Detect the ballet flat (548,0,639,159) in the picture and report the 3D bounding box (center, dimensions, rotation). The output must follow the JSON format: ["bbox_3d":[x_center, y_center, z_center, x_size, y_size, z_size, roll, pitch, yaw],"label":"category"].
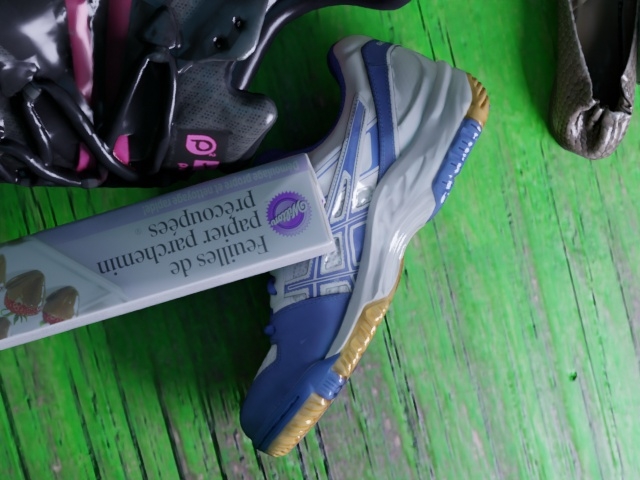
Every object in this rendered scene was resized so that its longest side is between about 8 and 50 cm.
[{"bbox_3d":[0.199,-0.182,1.347,0.084,0.058,0.250,0,96,-17],"label":"ballet flat"}]

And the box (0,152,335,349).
[{"bbox_3d":[-0.152,0.021,1.219,0.324,0.067,0.063,-17,86,2],"label":"box"}]

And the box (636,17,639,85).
[{"bbox_3d":[0.360,-0.179,1.357,0.232,0.127,0.148,0,96,-16],"label":"box"}]

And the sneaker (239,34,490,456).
[{"bbox_3d":[0.000,0.000,1.300,0.131,0.112,0.296,27,86,1],"label":"sneaker"}]

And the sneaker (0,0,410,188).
[{"bbox_3d":[-0.138,-0.110,1.180,0.483,0.185,0.202,-34,86,-9],"label":"sneaker"}]
